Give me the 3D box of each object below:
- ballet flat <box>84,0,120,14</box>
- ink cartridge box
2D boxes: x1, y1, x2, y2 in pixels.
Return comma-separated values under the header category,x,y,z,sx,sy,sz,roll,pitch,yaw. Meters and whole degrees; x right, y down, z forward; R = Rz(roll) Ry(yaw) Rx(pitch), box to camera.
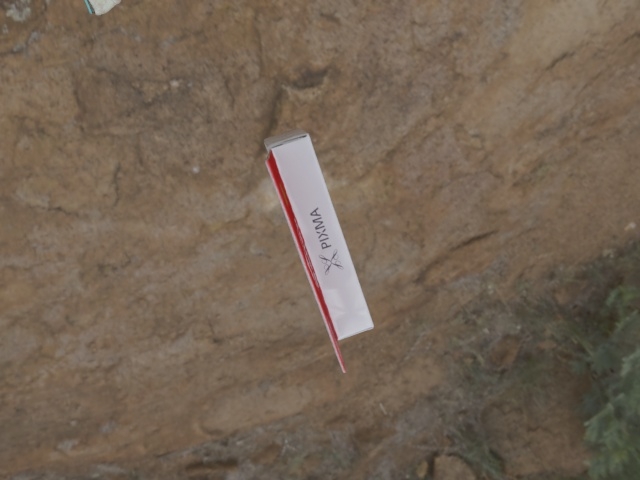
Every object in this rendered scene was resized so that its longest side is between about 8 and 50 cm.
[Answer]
category,x,y,z,sx,sy,sz,roll,pitch,yaw
ballet flat,-0.305,-0.366,0.978,0.052,0.057,0.168,-25,145,-4
ink cartridge box,0.000,0.000,1.066,0.066,0.261,0.296,-20,103,-1
